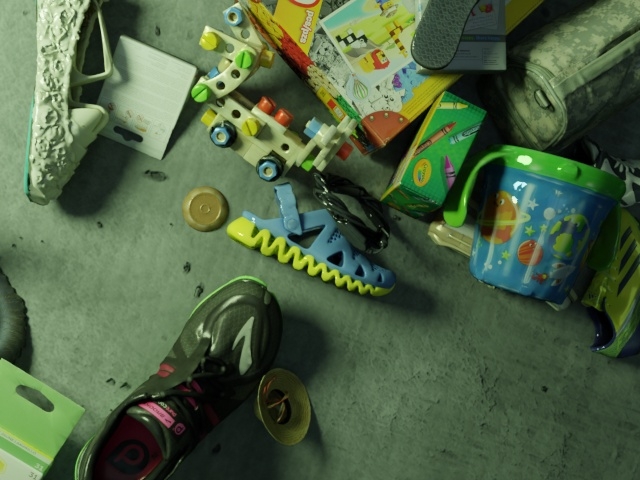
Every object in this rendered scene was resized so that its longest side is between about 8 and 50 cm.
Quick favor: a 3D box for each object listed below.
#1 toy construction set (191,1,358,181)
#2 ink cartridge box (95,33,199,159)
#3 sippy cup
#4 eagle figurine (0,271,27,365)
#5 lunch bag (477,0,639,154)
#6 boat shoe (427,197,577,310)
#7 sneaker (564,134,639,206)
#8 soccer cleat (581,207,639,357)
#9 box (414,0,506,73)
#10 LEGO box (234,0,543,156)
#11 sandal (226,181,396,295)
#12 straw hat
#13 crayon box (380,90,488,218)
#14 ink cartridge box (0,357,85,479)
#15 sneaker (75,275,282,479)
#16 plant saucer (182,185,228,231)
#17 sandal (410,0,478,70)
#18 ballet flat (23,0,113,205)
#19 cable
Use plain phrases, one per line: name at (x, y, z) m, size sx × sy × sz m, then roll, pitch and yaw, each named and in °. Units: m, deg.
toy construction set at (-0.087, -0.227, 1.283) m, size 0.327 × 0.151 × 0.215 m, roll 42°, pitch 112°, yaw 7°
ink cartridge box at (-0.315, -0.255, 1.335) m, size 0.145 × 0.045 × 0.179 m, roll 23°, pitch 106°, yaw -8°
sippy cup at (0.357, -0.021, 1.242) m, size 0.305 × 0.240 × 0.224 m, roll 17°, pitch 95°, yaw 9°
eagle figurine at (-0.638, 0.077, 1.232) m, size 0.226 × 0.225 × 0.299 m, roll 22°, pitch 128°, yaw 29°
lunch bag at (0.471, -0.304, 1.328) m, size 0.305 × 0.256 × 0.213 m, roll -32°, pitch 95°, yaw -7°
boat shoe at (0.334, 0.041, 1.393) m, size 0.302 × 0.113 × 0.103 m, roll 39°, pitch 88°, yaw 3°
sneaker at (0.549, -0.144, 1.404) m, size 0.234 × 0.094 × 0.153 m, roll -22°, pitch 119°, yaw 2°
soccer cleat at (0.561, 0.082, 1.429) m, size 0.121 × 0.093 × 0.289 m, roll -3°, pitch 91°, yaw -1°
box at (0.225, -0.365, 1.207) m, size 0.145 × 0.038 × 0.186 m, roll -1°, pitch 90°, yaw -8°
LEGO box at (0.153, -0.456, 1.312) m, size 0.500 × 0.193 × 0.372 m, roll -43°, pitch 96°, yaw -5°
sandal at (0.000, 0.000, 1.336) m, size 0.317 × 0.126 × 0.138 m, roll 27°, pitch 83°, yaw -9°
straw hat at (-0.085, 0.303, 1.351) m, size 0.061 × 0.144 × 0.145 m, roll -19°, pitch 94°, yaw 34°
crayon box at (0.185, -0.136, 1.276) m, size 0.081 × 0.278 × 0.165 m, roll 26°, pitch 87°, yaw 0°
ink cartridge box at (-0.529, 0.339, 1.259) m, size 0.171 × 0.056 × 0.235 m, roll 34°, pitch 108°, yaw -6°
sneaker at (-0.227, 0.275, 1.262) m, size 0.185 × 0.202 × 0.483 m, roll 38°, pitch 86°, yaw -7°
plant saucer at (-0.209, -0.057, 1.355) m, size 0.083 × 0.015 × 0.084 m, roll 0°, pitch 91°, yaw -8°
sandal at (0.214, -0.389, 1.165) m, size 0.097 × 0.054 × 0.255 m, roll 31°, pitch 96°, yaw 0°
ballet flat at (-0.420, -0.261, 1.257) m, size 0.146 × 0.147 × 0.409 m, roll 3°, pitch 90°, yaw -8°
cable at (0.059, -0.062, 1.335) m, size 0.184 × 0.150 × 0.047 m, roll 44°, pitch 122°, yaw -5°
